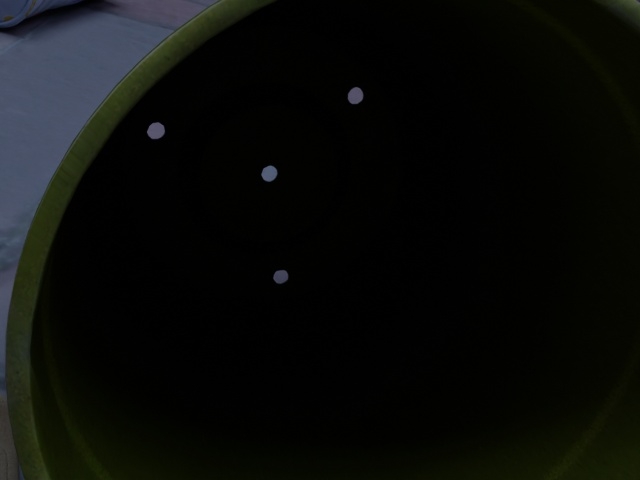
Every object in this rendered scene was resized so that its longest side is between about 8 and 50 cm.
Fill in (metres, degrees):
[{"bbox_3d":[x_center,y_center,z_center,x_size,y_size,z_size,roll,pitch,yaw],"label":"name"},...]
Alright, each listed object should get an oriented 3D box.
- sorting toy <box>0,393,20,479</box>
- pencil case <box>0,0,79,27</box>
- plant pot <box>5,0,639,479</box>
[{"bbox_3d":[-0.274,0.110,0.447,0.307,0.041,0.229,29,21,-30],"label":"sorting toy"},{"bbox_3d":[-0.350,-0.354,1.317,0.124,0.113,0.273,1,22,21],"label":"pencil case"},{"bbox_3d":[0.000,0.000,0.625,0.366,0.367,0.353,7,16,-18],"label":"plant pot"}]
